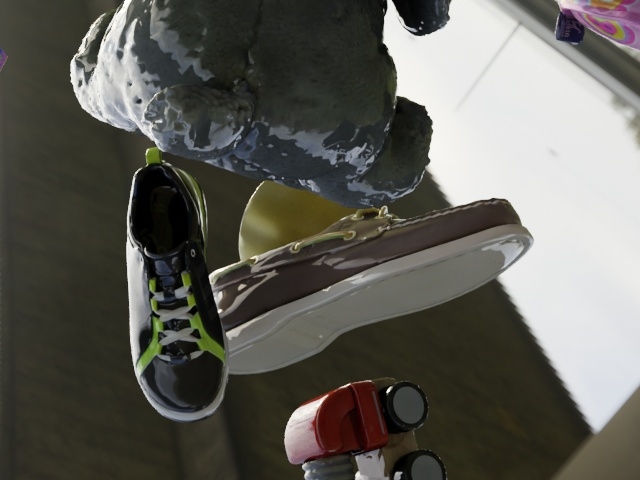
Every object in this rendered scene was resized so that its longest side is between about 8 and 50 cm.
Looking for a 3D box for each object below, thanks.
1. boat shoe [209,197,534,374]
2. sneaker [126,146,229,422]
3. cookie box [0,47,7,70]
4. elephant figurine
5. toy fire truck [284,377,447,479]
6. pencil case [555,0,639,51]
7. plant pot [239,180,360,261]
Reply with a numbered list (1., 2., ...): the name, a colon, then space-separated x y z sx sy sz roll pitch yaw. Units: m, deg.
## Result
1. boat shoe: 0.032 0.024 1.183 0.116 0.324 0.097 27 -135 -53
2. sneaker: -0.134 0.037 1.120 0.097 0.084 0.235 66 -167 -75
3. cookie box: -0.373 -0.151 1.309 0.040 0.107 0.092 51 -152 -29
4. elephant figurine: -0.005 -0.146 0.559 0.169 0.239 0.186 18 -176 -39
5. toy fire truck: -0.002 0.282 1.470 0.246 0.158 0.217 -6 -104 -34
6. pencil case: 0.226 -0.239 0.744 0.124 0.284 0.124 14 -172 -2
7. plant pot: 0.000 0.000 1.316 0.095 0.134 0.134 17 -177 41
